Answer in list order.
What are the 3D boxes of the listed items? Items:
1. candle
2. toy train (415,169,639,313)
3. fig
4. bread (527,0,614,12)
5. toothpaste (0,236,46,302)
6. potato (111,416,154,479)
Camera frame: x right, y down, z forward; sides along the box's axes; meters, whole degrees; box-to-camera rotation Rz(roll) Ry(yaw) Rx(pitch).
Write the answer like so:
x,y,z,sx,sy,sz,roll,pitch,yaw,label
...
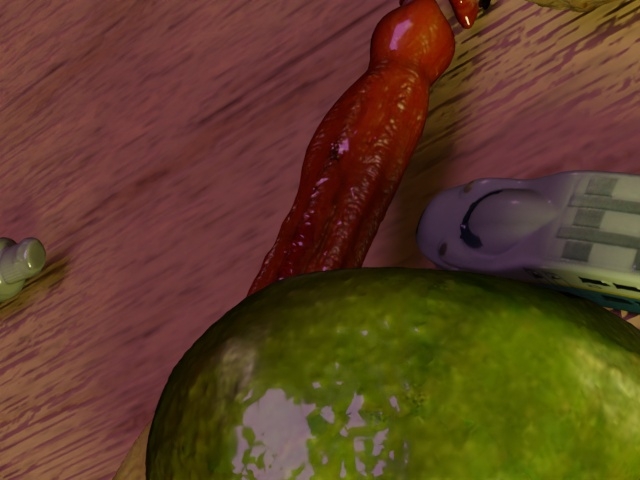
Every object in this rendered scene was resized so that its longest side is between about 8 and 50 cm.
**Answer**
x,y,z,sx,sy,sz,roll,pitch,yaw,label
0.000,0.000,0.665,0.051,0.048,0.329,-25,35,58,candle
0.117,-0.001,0.596,0.234,0.051,0.052,11,74,48,toy train
0.030,0.128,0.513,0.203,0.203,0.235,-2,76,45,fig
0.136,-0.161,0.657,0.082,0.060,0.113,1,72,47,bread
-0.271,0.037,0.988,0.255,0.037,0.067,-18,62,43,toothpaste
-0.052,0.122,0.693,0.103,0.066,0.096,-18,48,43,potato
